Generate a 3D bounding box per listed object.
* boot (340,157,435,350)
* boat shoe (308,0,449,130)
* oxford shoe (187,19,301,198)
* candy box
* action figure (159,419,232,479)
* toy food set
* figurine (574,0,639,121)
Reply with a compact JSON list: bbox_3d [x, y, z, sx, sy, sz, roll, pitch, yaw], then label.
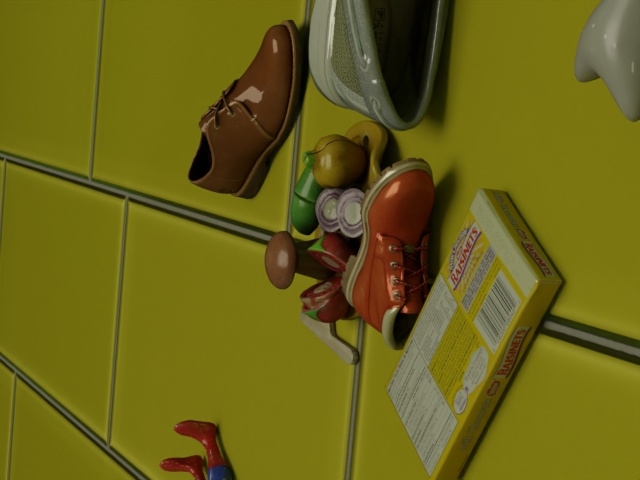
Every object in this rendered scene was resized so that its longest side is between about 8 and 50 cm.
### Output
[{"bbox_3d":[0.066,0.012,1.122,0.084,0.059,0.158,-120,32,-43],"label":"boot"},{"bbox_3d":[0.060,-0.246,1.095,0.103,0.118,0.320,36,124,53],"label":"boat shoe"},{"bbox_3d":[-0.075,-0.125,1.397,0.212,0.076,0.076,-65,32,36],"label":"oxford shoe"},{"bbox_3d":[0.108,0.074,1.057,0.105,0.027,0.206,-113,36,-46],"label":"candy box"},{"bbox_3d":[-0.134,0.310,1.418,0.280,0.139,0.091,62,142,43],"label":"action figure"},{"bbox_3d":[0.000,0.000,1.234,0.128,0.071,0.217,49,131,55],"label":"toy food set"},{"bbox_3d":[0.218,-0.150,0.793,0.215,0.092,0.209,-132,46,-56],"label":"figurine"}]
